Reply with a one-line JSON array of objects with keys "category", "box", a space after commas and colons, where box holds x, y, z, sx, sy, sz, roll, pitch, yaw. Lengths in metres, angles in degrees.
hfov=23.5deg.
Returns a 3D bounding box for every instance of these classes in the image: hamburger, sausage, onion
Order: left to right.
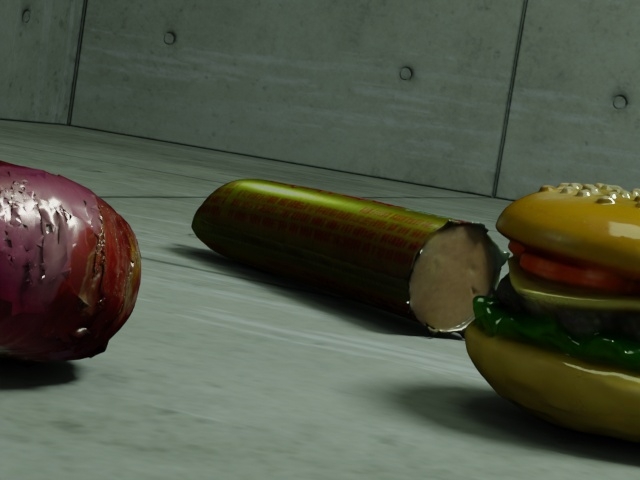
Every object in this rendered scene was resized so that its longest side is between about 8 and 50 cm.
[{"category": "onion", "box": [-0.148, -0.018, 0.665, 0.150, 0.140, 0.150, 6, -12, 1]}, {"category": "sausage", "box": [0.000, 0.000, 1.111, 0.082, 0.082, 0.371, 6, 5, -30]}, {"category": "hamburger", "box": [0.148, 0.034, 0.728, 0.162, 0.115, 0.162, 9, 7, -1]}]
